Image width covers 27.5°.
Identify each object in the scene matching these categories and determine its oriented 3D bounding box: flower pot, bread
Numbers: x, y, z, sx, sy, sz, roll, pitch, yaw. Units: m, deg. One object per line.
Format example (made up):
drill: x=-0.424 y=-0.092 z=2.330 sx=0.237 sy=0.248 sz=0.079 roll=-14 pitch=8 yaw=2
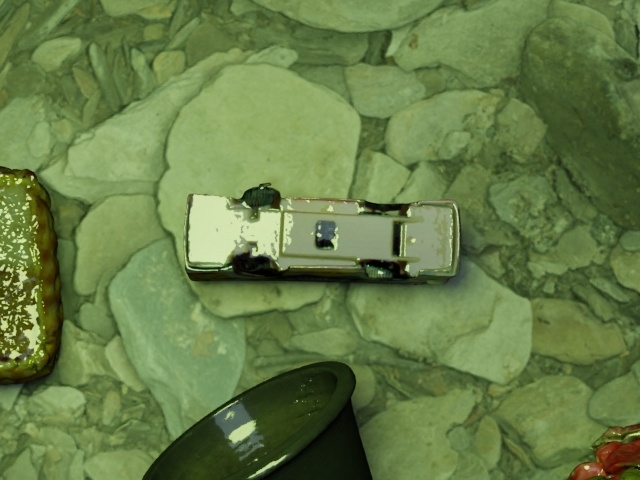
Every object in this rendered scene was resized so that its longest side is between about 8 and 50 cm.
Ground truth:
flower pot: x=-0.036 y=0.236 z=1.241 sx=0.235 sy=0.235 sz=0.148 roll=-33 pitch=102 yaw=-10
bread: x=-0.351 y=0.037 z=1.302 sx=0.181 sy=0.096 sz=0.222 roll=-6 pitch=81 yaw=-5

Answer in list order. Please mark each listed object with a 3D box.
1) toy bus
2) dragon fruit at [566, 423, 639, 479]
toy bus: x=0.000 y=0.001 z=1.326 sx=0.274 sy=0.112 sz=0.090 roll=2 pitch=78 yaw=-3
dragon fruit: x=0.342 y=0.309 z=1.228 sx=0.269 sy=0.250 sz=0.291 roll=10 pitch=63 yaw=-7
